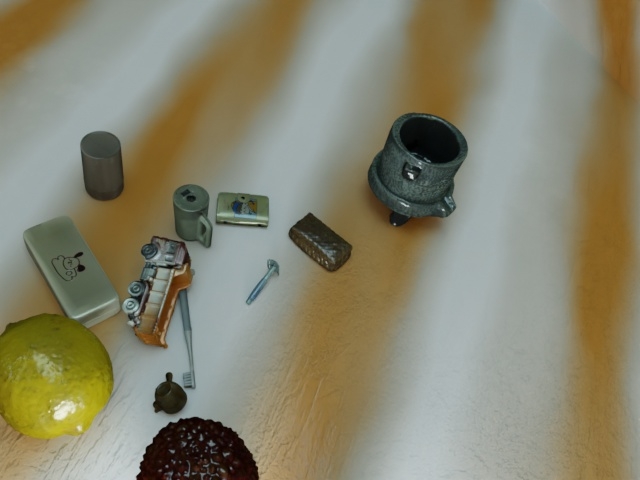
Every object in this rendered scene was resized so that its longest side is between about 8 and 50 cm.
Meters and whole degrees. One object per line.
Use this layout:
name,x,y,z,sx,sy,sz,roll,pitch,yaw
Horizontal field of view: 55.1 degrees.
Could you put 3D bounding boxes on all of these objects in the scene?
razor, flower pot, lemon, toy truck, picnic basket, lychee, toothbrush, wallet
razor,-0.163,0.120,1.692,0.040,0.068,0.135,31,65,12
flower pot,0.302,-0.201,1.885,0.299,0.283,0.299,9,52,-11
lemon,-0.593,0.288,1.343,0.253,0.253,0.310,-31,68,-30
toy truck,-0.412,0.126,1.570,0.135,0.114,0.270,9,62,2
picnic basket,0.000,0.000,1.809,0.193,0.055,0.110,38,56,17
lychee,-0.253,0.515,1.271,0.264,0.300,0.264,-5,13,1
toothbrush,-0.350,0.221,1.589,0.030,0.025,0.342,-6,57,-10
wallet,-0.232,-0.094,1.830,0.155,0.039,0.110,5,56,-11

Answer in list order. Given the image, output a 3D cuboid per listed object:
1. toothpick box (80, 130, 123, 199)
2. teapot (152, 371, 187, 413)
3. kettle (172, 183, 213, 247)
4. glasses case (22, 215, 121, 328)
toothpick box,-0.616,-0.209,1.736,0.111,0.180,0.111,7,54,-10
teapot,-0.369,0.359,1.463,0.085,0.080,0.110,-23,46,-3
kettle,-0.351,-0.070,1.719,0.127,0.148,0.098,15,51,0
glasses case,-0.646,0.080,1.591,0.131,0.070,0.313,-27,65,-28
